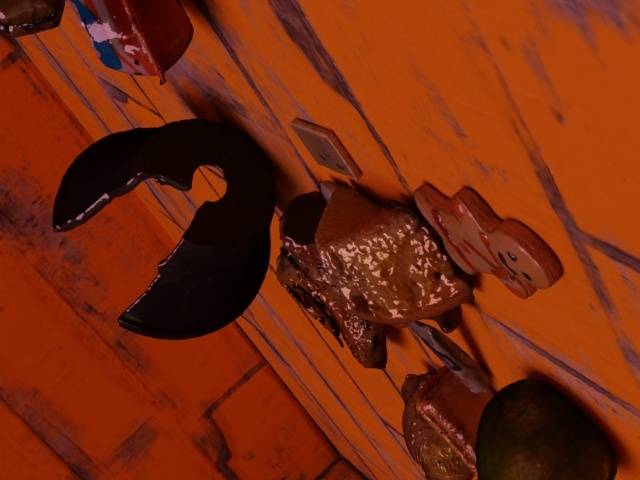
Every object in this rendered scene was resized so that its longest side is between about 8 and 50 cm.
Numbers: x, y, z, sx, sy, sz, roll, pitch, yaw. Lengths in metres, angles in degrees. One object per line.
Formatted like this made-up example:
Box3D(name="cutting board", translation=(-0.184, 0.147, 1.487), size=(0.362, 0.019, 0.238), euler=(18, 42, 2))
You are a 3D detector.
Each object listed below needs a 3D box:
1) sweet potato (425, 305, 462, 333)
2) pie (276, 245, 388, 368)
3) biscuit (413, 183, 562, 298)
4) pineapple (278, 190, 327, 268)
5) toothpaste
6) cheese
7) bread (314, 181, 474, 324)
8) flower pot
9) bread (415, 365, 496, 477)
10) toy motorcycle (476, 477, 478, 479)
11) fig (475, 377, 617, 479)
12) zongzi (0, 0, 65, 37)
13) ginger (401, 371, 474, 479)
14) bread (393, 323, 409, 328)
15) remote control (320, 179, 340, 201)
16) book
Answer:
Box3D(name="sweet potato", translation=(0.143, 0.084, 1.739), size=(0.069, 0.059, 0.249), euler=(39, 175, -9))
Box3D(name="pie", translation=(0.022, 0.108, 2.186), size=(0.308, 0.085, 0.308), euler=(46, 170, 11))
Box3D(name="biscuit", translation=(0.182, 0.003, 1.382), size=(0.153, 0.030, 0.234), euler=(51, 169, -26))
Box3D(name="pineapple", translation=(0.000, 0.000, 1.871), size=(0.108, 0.108, 0.197), euler=(43, 174, 20))
Box3D(name="toothpaste", translation=(0.190, 0.167, 1.805), size=(0.060, 0.038, 0.233), euler=(28, 169, 43))
Box3D(name="cheese", translation=(-0.258, -0.324, 1.653), size=(0.329, 0.129, 0.217), euler=(-118, 4, -46))
Box3D(name="bread", translation=(0.075, 0.032, 1.608), size=(0.174, 0.133, 0.251), euler=(55, 167, -25))
Box3D(name="flower pot", translation=(-0.209, -0.056, 2.020), size=(0.379, 0.379, 0.251), euler=(48, 148, -1))
Box3D(name="bread", translation=(0.242, 0.286, 1.926), size=(0.211, 0.114, 0.083), euler=(49, 153, -6))
Box3D(name="toy motorcycle", translation=(0.329, 0.478, 2.205), size=(0.206, 0.154, 0.260), euler=(-111, 0, -46))
Box3D(name="fig", translation=(0.259, 0.314, 1.636), size=(0.203, 0.235, 0.203), euler=(41, 164, 14))
Box3D(name="zongzi", translation=(-0.404, -0.435, 1.600), size=(0.289, 0.123, 0.260), euler=(78, -174, -58))
Box3D(name="ginger", translation=(0.203, 0.327, 2.172), size=(0.270, 0.123, 0.218), euler=(76, 173, -85))
Box3D(name="bread", translation=(0.112, 0.096, 1.913), size=(0.081, 0.046, 0.083), euler=(40, 168, 45))
Box3D(name="remote control", translation=(0.058, -0.017, 1.765), size=(0.162, 0.029, 0.061), euler=(48, -178, -24))
Box3D(name="book", translation=(0.006, -0.119, 1.649), size=(0.077, 0.014, 0.111), euler=(53, 168, -28))
